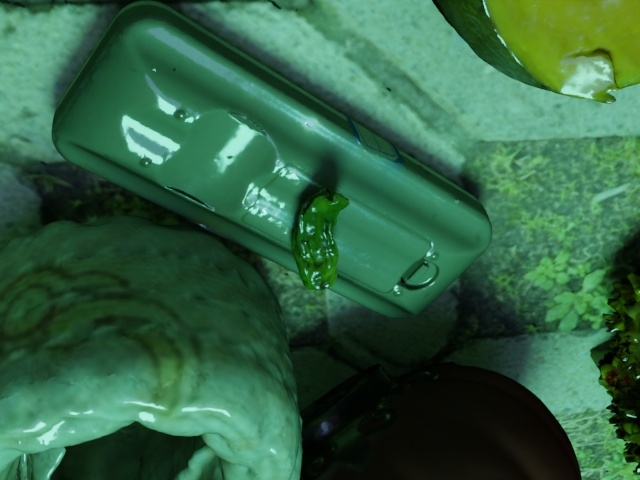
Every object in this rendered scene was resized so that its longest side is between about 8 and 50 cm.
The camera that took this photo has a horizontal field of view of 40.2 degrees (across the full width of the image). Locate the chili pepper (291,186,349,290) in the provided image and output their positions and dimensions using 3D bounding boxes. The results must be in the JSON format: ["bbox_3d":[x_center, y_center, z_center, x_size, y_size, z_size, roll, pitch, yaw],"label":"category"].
[{"bbox_3d":[-0.001,-0.001,0.623,0.030,0.034,0.091,-24,137,-36],"label":"chili pepper"}]

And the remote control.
[{"bbox_3d":[-0.023,-0.040,0.646,0.335,0.065,0.128,27,120,-28],"label":"remote control"}]

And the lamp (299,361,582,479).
[{"bbox_3d":[0.076,0.240,0.742,0.303,0.303,0.257,-34,90,14],"label":"lamp"}]

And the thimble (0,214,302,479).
[{"bbox_3d":[-0.165,0.127,0.654,0.291,0.195,0.291,-5,131,-6],"label":"thimble"}]

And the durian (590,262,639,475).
[{"bbox_3d":[0.366,0.115,0.739,0.258,0.258,0.293,24,124,-26],"label":"durian"}]

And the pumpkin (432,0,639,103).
[{"bbox_3d":[0.213,-0.220,0.516,0.317,0.139,0.222,-40,121,15],"label":"pumpkin"}]
